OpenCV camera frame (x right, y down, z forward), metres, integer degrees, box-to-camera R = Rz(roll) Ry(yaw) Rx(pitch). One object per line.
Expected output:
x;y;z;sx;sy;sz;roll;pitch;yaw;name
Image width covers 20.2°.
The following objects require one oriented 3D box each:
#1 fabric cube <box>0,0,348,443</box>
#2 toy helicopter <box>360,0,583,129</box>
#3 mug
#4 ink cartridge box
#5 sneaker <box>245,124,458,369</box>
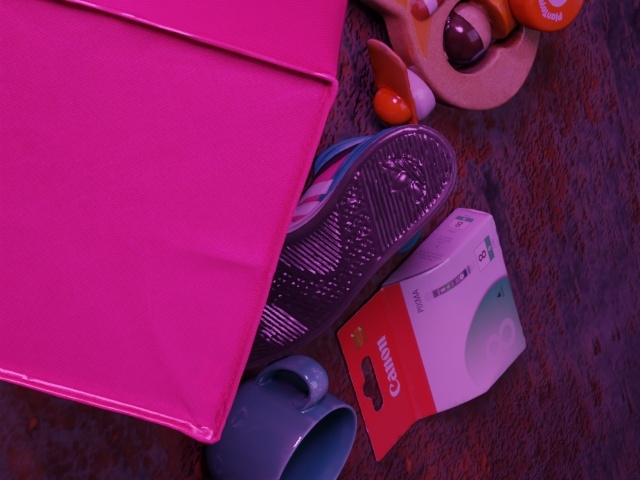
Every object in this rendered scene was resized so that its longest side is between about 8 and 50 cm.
-0.135;-0.073;1.105;0.258;0.254;0.259;-86;-166;-62;fabric cube
0.075;-0.220;1.701;0.355;0.140;0.235;22;91;-41;toy helicopter
-0.037;0.171;1.637;0.158;0.097;0.129;-63;154;6;mug
0.121;0.101;1.873;0.225;0.056;0.181;-45;131;-37;ink cartridge box
0.000;0.000;1.648;0.295;0.124;0.178;-39;-178;5;sneaker
